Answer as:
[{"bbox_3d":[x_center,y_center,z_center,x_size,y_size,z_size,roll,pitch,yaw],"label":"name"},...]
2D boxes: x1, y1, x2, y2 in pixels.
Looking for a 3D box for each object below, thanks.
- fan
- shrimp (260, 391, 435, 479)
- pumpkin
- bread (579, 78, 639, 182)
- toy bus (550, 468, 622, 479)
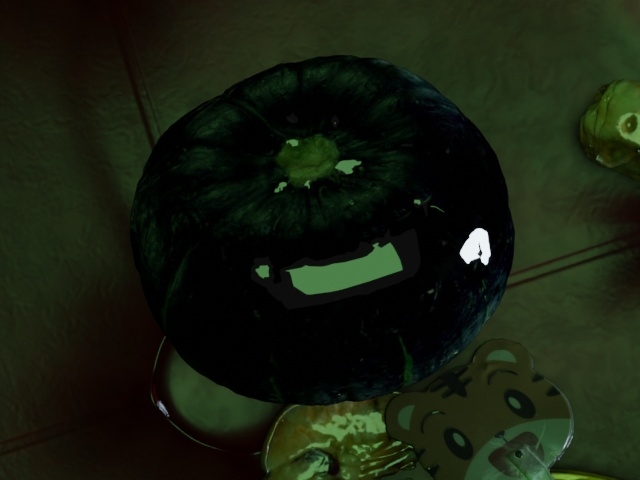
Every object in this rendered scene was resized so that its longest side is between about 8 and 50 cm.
[{"bbox_3d":[0.168,0.183,0.953,0.152,0.008,0.227,-30,51,-16],"label":"fan"},{"bbox_3d":[0.078,0.248,0.998,0.178,0.075,0.289,-40,71,-3],"label":"shrimp"},{"bbox_3d":[0.000,0.000,0.937,0.315,0.238,0.315,-4,62,7],"label":"pumpkin"},{"bbox_3d":[0.405,-0.045,0.992,0.367,0.077,0.084,24,97,6],"label":"bread"},{"bbox_3d":[0.211,0.364,0.933,0.144,0.152,0.330,12,86,5],"label":"toy bus"}]
